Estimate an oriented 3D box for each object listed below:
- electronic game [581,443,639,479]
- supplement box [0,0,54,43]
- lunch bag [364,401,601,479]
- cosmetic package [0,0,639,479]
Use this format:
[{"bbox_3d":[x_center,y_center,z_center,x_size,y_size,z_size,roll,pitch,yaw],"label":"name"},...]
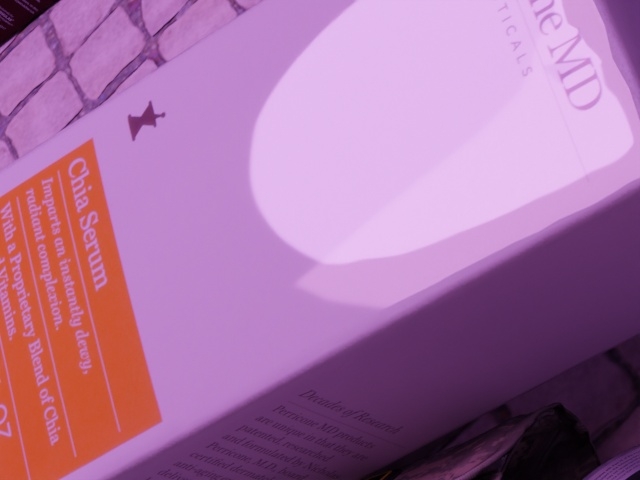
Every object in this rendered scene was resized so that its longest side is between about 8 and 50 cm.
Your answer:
[{"bbox_3d":[0.215,0.193,0.975,0.229,0.048,0.229,0,53,0],"label":"electronic game"},{"bbox_3d":[-0.292,-0.278,1.875,0.239,0.073,0.130,-34,43,20],"label":"supplement box"},{"bbox_3d":[0.047,0.234,1.103,0.235,0.169,0.287,-29,36,27],"label":"lunch bag"},{"bbox_3d":[0.000,0.000,1.119,0.453,0.161,0.230,-31,58,22],"label":"cosmetic package"}]
